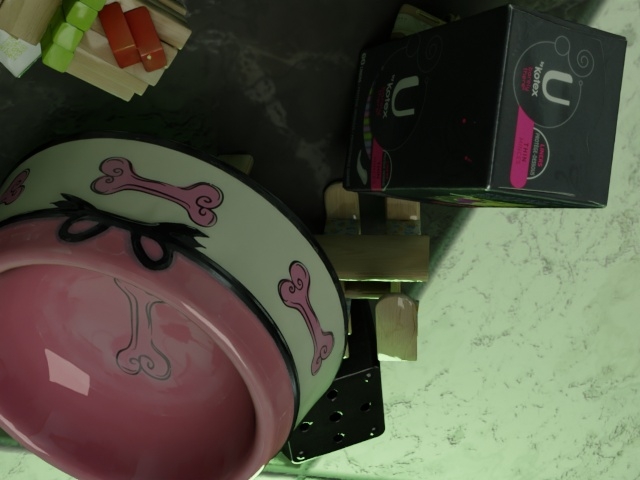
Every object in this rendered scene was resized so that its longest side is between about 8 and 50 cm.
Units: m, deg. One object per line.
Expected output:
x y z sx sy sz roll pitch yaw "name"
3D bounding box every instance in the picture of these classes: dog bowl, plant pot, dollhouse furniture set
-0.185 0.102 0.863 0.407 0.150 0.408 10 129 12 "dog bowl"
-0.007 0.168 1.095 0.187 0.167 0.188 -16 127 -12 "plant pot"
0.000 0.000 0.957 0.241 0.212 0.161 0 127 8 "dollhouse furniture set"

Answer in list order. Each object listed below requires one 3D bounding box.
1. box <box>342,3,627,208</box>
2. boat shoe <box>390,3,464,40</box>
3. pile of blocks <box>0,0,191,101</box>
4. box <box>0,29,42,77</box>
0.152 -0.120 0.864 0.143 0.270 0.165 7 89 -26 "box"
0.141 -0.229 0.949 0.135 0.050 0.045 7 96 -33 "boat shoe"
-0.239 -0.240 0.676 0.149 0.113 0.362 -33 128 4 "pile of blocks"
-0.238 -0.327 0.724 0.322 0.058 0.232 -39 128 10 "box"
